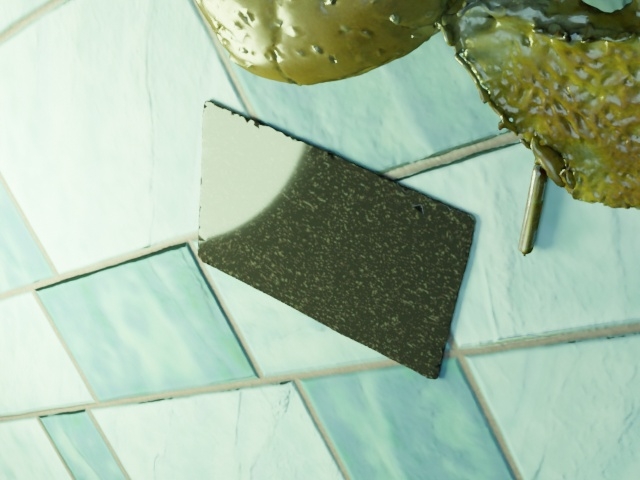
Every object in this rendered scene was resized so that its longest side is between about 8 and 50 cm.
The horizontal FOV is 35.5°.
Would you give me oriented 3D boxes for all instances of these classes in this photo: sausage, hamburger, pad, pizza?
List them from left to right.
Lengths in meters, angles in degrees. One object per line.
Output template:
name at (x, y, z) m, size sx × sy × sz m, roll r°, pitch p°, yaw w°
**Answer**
hamburger at (-0.012, -0.270, 0.809) m, size 0.259 × 0.144 × 0.283 m, roll -16°, pitch 104°, yaw 42°
pad at (0.000, 0.000, 1.066) m, size 0.330 × 0.004 × 0.220 m, roll 26°, pitch 130°, yaw 23°
sausage at (0.190, -0.027, 0.893) m, size 0.015 × 0.015 × 0.100 m, roll 22°, pitch 129°, yaw 26°
pizza at (0.232, -0.111, 0.745) m, size 0.297 × 0.071 × 0.189 m, roll 10°, pitch 130°, yaw 16°
